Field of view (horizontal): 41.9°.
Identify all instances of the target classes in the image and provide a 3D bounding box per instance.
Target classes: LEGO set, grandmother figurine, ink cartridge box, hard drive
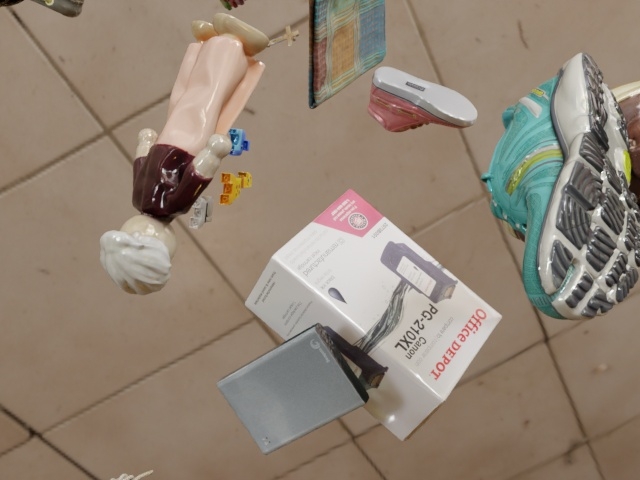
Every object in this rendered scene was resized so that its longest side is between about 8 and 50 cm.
[{"bbox_3d":[-0.171,-0.133,1.529,0.087,0.093,0.227,11,100,19],"label":"LEGO set"},{"bbox_3d":[-0.165,-0.098,0.998,0.104,0.208,0.342,25,80,-25],"label":"grandmother figurine"},{"bbox_3d":[0.063,0.080,0.950,0.172,0.237,0.100,-42,170,-45],"label":"ink cartridge box"},{"bbox_3d":[-0.029,0.155,0.866,0.135,0.022,0.094,-32,94,23],"label":"hard drive"}]

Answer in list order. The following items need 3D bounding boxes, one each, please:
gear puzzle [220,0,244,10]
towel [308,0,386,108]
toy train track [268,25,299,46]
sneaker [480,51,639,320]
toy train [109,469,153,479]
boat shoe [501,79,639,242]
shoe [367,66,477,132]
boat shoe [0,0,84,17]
[{"bbox_3d":[-0.223,-0.540,1.674,0.044,0.339,0.175,-30,107,-7],"label":"gear puzzle"},{"bbox_3d":[0.072,-0.498,1.991,0.040,0.370,0.271,16,126,23],"label":"towel"},{"bbox_3d":[-0.082,-0.436,1.818,0.083,0.048,0.014,-14,159,23],"label":"toy train track"},{"bbox_3d":[0.186,-0.037,0.666,0.110,0.275,0.107,-26,119,33],"label":"sneaker"},{"bbox_3d":[-0.361,0.375,1.136,0.143,0.248,0.105,-7,102,37],"label":"toy train"},{"bbox_3d":[0.343,-0.087,0.822,0.342,0.123,0.123,-30,139,-3],"label":"boat shoe"},{"bbox_3d":[0.157,-0.204,1.323,0.178,0.063,0.081,26,137,13],"label":"shoe"},{"bbox_3d":[-0.427,-0.359,1.117,0.109,0.305,0.091,3,101,-62],"label":"boat shoe"}]
